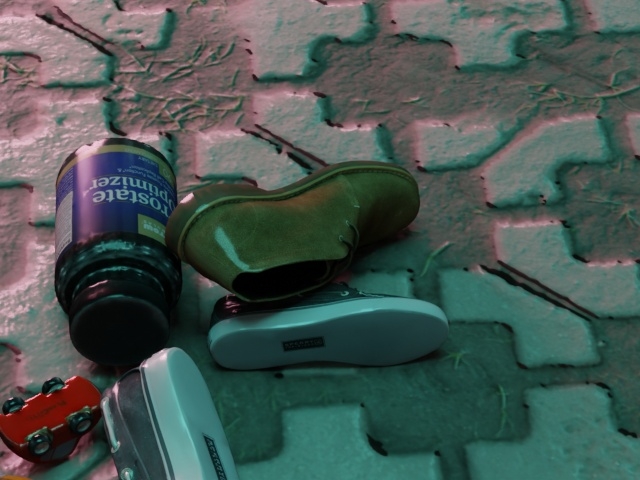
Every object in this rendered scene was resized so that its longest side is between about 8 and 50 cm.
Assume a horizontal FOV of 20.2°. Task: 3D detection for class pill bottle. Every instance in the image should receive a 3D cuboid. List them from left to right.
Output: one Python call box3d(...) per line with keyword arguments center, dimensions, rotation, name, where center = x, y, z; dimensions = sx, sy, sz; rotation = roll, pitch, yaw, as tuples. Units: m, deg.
box3d(center=(-0.195, 0.012, 1.731), dimensions=(0.123, 0.122, 0.219), rotation=(-4, 43, -5), name="pill bottle")

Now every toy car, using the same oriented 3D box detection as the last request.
box3d(center=(-0.332, 0.194, 1.582), dimensions=(0.225, 0.053, 0.239), rotation=(15, 44, 15), name="toy car")

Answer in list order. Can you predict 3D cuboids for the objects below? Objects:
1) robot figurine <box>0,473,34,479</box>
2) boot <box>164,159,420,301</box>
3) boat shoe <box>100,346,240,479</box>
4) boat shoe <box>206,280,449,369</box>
box3d(center=(-0.207, 0.285, 1.399), dimensions=(0.291, 0.211, 0.085), rotation=(18, 10, 12), name="robot figurine")
box3d(center=(0.000, 0.000, 1.731), dimensions=(0.305, 0.112, 0.115), rotation=(-13, 44, -42), name="boot")
box3d(center=(-0.125, 0.234, 1.516), dimensions=(0.102, 0.108, 0.301), rotation=(-29, 56, 14), name="boat shoe")
box3d(center=(0.005, 0.073, 1.708), dimensions=(0.229, 0.080, 0.076), rotation=(-7, 44, 2), name="boat shoe")
